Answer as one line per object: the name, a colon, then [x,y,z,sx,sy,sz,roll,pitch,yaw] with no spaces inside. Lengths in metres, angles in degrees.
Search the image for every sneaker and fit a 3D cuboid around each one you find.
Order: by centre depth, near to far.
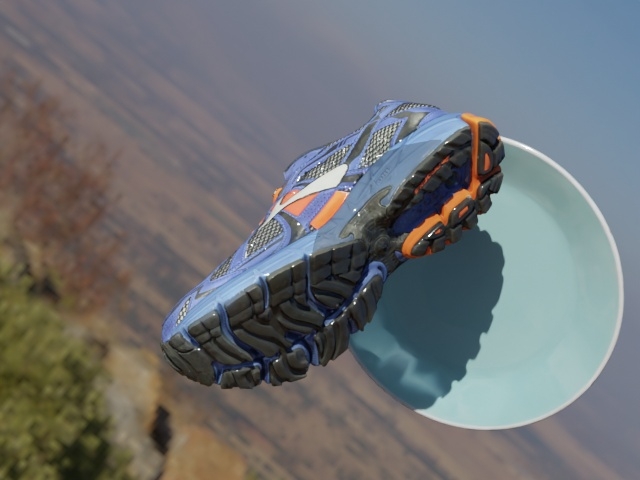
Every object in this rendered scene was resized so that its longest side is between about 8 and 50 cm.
sneaker: [0.000,0.000,0.994,0.087,0.221,0.083,36,-24,45]

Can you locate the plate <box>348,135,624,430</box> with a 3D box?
plate: [0.093,0.024,1.087,0.188,0.188,0.024,40,27,8]
